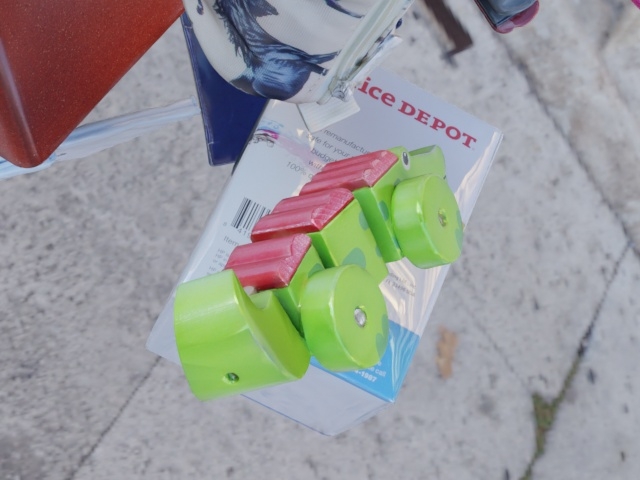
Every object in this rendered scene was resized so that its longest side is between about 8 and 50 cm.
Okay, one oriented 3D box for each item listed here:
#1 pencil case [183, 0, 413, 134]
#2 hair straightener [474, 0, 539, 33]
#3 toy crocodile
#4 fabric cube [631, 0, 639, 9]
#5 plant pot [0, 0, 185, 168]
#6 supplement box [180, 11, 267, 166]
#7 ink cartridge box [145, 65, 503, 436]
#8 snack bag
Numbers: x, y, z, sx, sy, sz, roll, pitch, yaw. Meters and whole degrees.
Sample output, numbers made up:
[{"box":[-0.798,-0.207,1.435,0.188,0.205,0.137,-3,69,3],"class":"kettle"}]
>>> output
[{"box":[0.022,-0.204,0.689,0.160,0.410,0.183,-35,89,-16],"class":"pencil case"},{"box":[0.089,-0.260,0.858,0.230,0.047,0.089,63,2,7],"class":"hair straightener"},{"box":[0.004,0.006,0.803,0.340,0.115,0.105,-46,119,-52],"class":"toy crocodile"},{"box":[0.305,-0.355,0.865,0.259,0.258,0.254,43,62,-8],"class":"fabric cube"},{"box":[-0.262,-0.268,0.930,0.267,0.267,0.235,-52,161,-24],"class":"plant pot"},{"box":[-0.063,-0.243,1.425,0.356,0.195,0.194,-109,-171,-69],"class":"supplement box"},{"box":[0.000,0.000,1.068,0.198,0.197,0.270,27,67,-6],"class":"ink cartridge box"},{"box":[-0.333,-0.069,1.236,0.343,0.323,0.037,-20,96,-34],"class":"snack bag"}]
